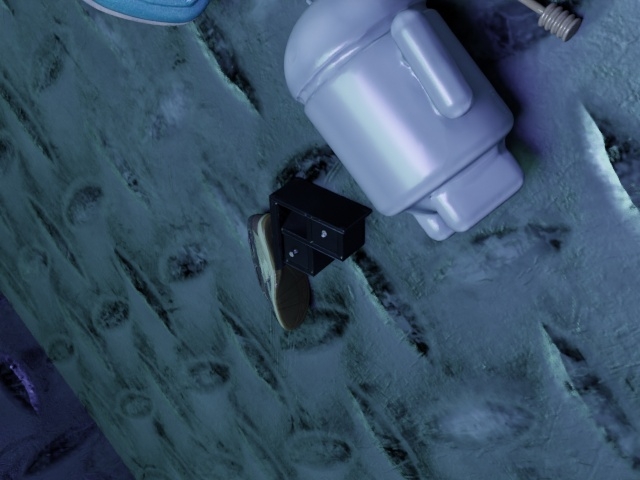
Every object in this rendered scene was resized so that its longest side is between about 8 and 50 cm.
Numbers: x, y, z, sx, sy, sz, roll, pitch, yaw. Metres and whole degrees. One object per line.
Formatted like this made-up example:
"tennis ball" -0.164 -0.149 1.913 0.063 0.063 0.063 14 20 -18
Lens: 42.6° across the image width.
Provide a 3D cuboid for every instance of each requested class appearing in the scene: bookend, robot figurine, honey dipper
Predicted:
"bookend" 0.000 0.000 1.344 0.156 0.072 0.157 26 136 31
"robot figurine" 0.092 -0.172 1.000 0.353 0.200 0.300 53 162 -1
"honey dipper" 0.218 -0.277 0.923 0.160 0.030 0.030 40 141 20

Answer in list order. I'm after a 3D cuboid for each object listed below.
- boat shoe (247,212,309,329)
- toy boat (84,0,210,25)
"boat shoe" -0.079 0.052 1.473 0.073 0.080 0.223 13 123 48
"toy boat" -0.226 -0.452 1.108 0.148 0.267 0.318 43 119 47
